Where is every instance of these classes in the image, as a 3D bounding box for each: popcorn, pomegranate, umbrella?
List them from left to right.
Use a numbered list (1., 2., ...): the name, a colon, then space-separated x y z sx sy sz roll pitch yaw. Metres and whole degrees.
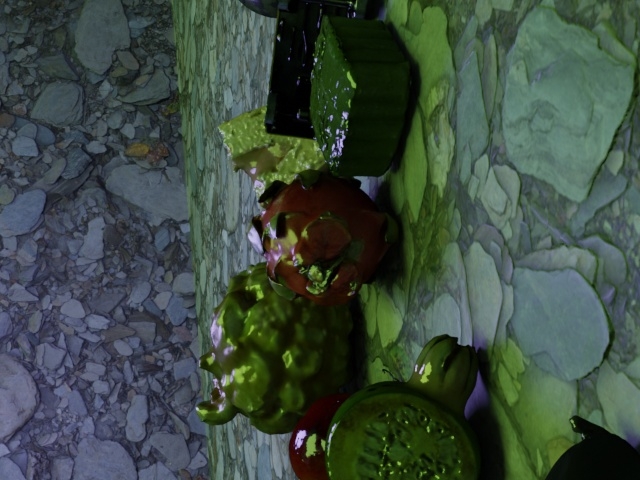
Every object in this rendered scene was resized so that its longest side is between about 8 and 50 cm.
1. popcorn: -0.069 0.200 1.613 0.279 0.274 0.335 2 104 46
2. pomegranate: 0.104 0.236 1.127 0.159 0.190 0.241 -6 -86 -81
3. umbrella: 0.125 0.227 1.344 0.013 0.022 0.122 -59 38 15

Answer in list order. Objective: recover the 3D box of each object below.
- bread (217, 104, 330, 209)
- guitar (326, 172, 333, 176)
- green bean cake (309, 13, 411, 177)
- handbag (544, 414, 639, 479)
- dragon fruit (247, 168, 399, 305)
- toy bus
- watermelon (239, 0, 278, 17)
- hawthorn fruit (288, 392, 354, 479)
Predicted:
1. bread: -0.042 -0.164 1.777 0.211 0.224 0.184 28 -138 -59
2. guitar: 0.001 -0.059 1.728 0.233 0.025 0.088 135 131 -70
3. green bean cake: 0.053 -0.216 1.364 0.214 0.113 0.200 -108 21 -46
4. handbag: 0.203 0.342 0.783 0.275 0.177 0.302 -111 24 -48
5. dragon fruit: 0.000 -0.003 1.406 0.227 0.224 0.224 177 91 -81
6. toy bus: -0.011 -0.328 1.512 0.151 0.145 0.331 -85 5 -47
7. watermelon: -0.074 -0.504 1.613 0.212 0.212 0.212 178 90 -74
8. hawthorn fruit: 0.033 0.321 1.400 0.188 0.169 0.169 -148 56 -89
